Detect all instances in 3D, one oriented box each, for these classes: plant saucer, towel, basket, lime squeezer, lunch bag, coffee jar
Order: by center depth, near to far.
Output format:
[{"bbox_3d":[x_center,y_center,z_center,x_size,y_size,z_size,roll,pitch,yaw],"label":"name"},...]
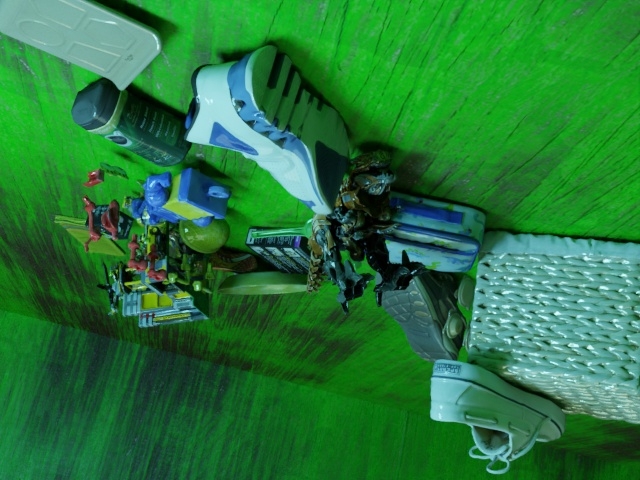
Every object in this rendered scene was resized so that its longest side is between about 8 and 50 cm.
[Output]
[{"bbox_3d":[-0.300,-0.188,1.486,0.184,0.079,0.096,27,160,-38],"label":"coffee jar"},{"bbox_3d":[0.177,-0.015,1.659,0.218,0.090,0.176,12,159,1],"label":"lunch bag"},{"bbox_3d":[0.464,0.166,1.718,0.331,0.267,0.328,6,161,27],"label":"basket"},{"bbox_3d":[0.000,0.000,1.803,0.310,0.110,0.059,16,144,45],"label":"lime squeezer"},{"bbox_3d":[-0.125,0.100,2.205,0.240,0.037,0.241,-2,172,0],"label":"plant saucer"},{"bbox_3d":[-0.570,-0.006,2.310,0.102,0.021,0.237,10,162,12],"label":"towel"}]

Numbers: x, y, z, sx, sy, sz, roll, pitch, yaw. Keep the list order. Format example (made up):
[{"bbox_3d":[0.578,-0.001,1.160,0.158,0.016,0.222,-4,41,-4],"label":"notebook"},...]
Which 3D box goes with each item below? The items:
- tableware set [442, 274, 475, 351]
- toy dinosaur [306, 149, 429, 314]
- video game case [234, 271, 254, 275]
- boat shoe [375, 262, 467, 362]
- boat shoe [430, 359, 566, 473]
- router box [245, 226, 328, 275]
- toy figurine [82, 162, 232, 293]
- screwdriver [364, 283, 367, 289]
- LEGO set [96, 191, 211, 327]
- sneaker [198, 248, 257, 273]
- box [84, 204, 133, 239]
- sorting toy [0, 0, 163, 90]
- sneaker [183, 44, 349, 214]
[{"bbox_3d":[0.317,0.161,1.996,0.020,0.141,0.168,9,162,39],"label":"tableware set"},{"bbox_3d":[0.058,-0.008,1.547,0.164,0.218,0.322,-21,155,-16],"label":"toy dinosaur"},{"bbox_3d":[-0.174,0.101,2.369,0.087,0.011,0.122,13,162,3],"label":"video game case"},{"bbox_3d":[0.222,0.125,1.989,0.132,0.130,0.355,12,146,34],"label":"boat shoe"},{"bbox_3d":[0.316,0.338,1.657,0.135,0.157,0.367,-1,157,42],"label":"boat shoe"},{"bbox_3d":[-0.062,0.026,2.010,0.133,0.046,0.179,3,160,27],"label":"router box"},{"bbox_3d":[-0.237,-0.039,1.731,0.217,0.191,0.362,-16,151,34],"label":"toy figurine"},{"bbox_3d":[0.075,0.122,2.238,0.024,0.025,0.170,18,161,-14],"label":"screwdriver"},{"bbox_3d":[-0.368,0.051,1.973,0.192,0.255,0.331,-9,164,12],"label":"LEGO set"},{"bbox_3d":[-0.236,0.047,2.171,0.175,0.064,0.067,18,166,-9],"label":"sneaker"},{"bbox_3d":[-0.476,-0.040,2.093,0.062,0.052,0.083,-1,156,37],"label":"box"},{"bbox_3d":[-0.334,-0.294,1.275,0.208,0.038,0.193,26,158,-23],"label":"sorting toy"},{"bbox_3d":[-0.091,-0.169,1.358,0.182,0.128,0.315,6,154,31],"label":"sneaker"}]
